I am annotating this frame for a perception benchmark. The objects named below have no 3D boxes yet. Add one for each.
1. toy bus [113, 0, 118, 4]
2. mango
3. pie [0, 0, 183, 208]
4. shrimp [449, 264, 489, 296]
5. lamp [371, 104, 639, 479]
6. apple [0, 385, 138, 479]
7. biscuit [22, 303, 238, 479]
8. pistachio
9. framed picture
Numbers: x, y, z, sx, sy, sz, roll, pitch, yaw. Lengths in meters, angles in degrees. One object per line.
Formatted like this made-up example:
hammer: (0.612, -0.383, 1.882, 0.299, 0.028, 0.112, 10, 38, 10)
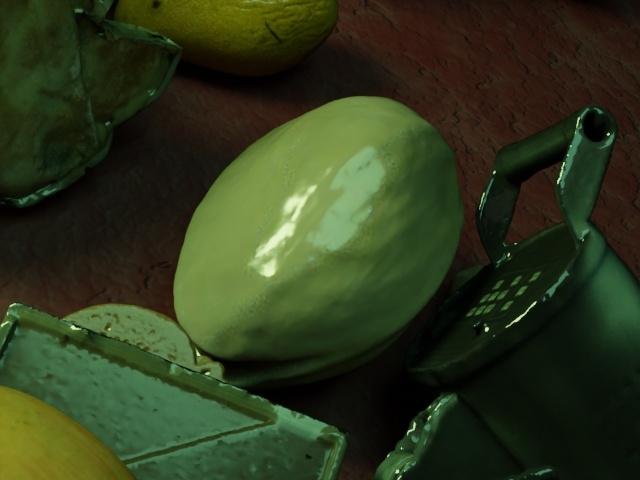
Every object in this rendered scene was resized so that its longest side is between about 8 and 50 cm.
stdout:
toy bus: (-0.183, -0.331, 1.181, 0.262, 0.091, 0.109, -9, 67, -33)
mango: (-0.098, -0.258, 1.121, 0.262, 0.157, 0.109, -12, 20, -26)
pie: (-0.247, -0.180, 0.849, 0.075, 0.337, 0.337, 28, 38, 33)
shrimp: (0.247, 0.102, 1.044, 0.254, 0.059, 0.145, 23, 34, -2)
lamp: (0.223, 0.119, 0.868, 0.272, 0.205, 0.374, 31, 74, -12)
apple: (-0.198, 0.214, 0.559, 0.242, 0.242, 0.241, -33, 90, -43)
biscuit: (-0.147, 0.133, 0.780, 0.170, 0.050, 0.170, 5, 72, -15)
pistachio: (0.000, 0.000, 0.898, 0.226, 0.208, 0.332, 29, 60, 12)
framed picture: (-0.133, 0.185, 0.730, 0.281, 0.019, 0.209, 24, 69, -8)
